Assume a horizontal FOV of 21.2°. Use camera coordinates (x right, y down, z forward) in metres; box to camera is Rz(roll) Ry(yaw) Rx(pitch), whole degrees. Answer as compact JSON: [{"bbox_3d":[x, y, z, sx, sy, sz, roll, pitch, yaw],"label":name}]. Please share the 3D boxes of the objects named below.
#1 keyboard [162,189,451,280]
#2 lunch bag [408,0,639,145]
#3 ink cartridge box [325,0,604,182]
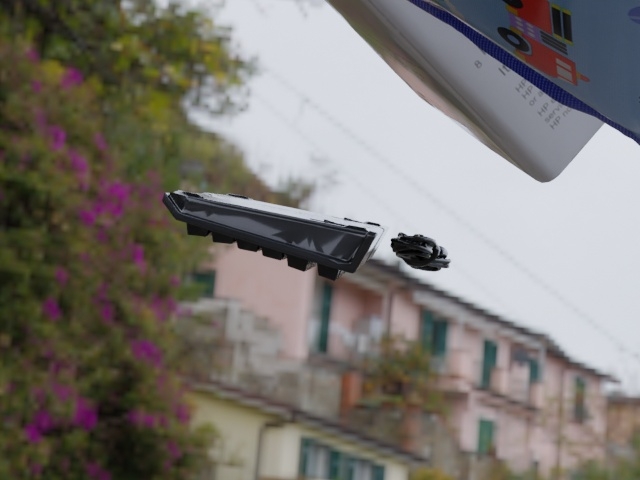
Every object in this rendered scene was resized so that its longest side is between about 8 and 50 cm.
[{"bbox_3d":[0.000,0.000,0.693,0.108,0.023,0.180,11,3,3],"label":"keyboard"},{"bbox_3d":[0.013,-0.180,0.599,0.293,0.138,0.221,24,-14,15],"label":"lunch bag"},{"bbox_3d":[0.073,-0.271,0.946,0.395,0.285,0.166,42,0,-35],"label":"ink cartridge box"}]
